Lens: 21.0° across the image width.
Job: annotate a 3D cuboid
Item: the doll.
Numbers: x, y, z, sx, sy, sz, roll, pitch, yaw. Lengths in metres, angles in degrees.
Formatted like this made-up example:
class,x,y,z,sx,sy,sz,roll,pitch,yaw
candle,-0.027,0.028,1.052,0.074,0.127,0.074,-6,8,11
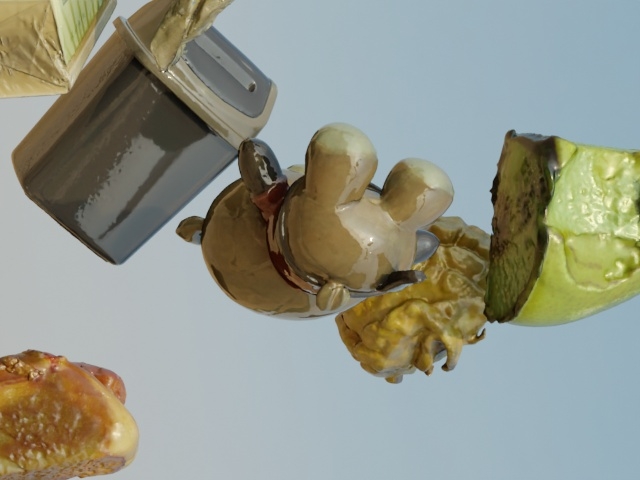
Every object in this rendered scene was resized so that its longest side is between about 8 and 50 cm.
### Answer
class,x,y,z,sx,sy,sz,roll,pitch,yaw
doll,0.000,0.000,1.752,0.330,0.235,0.174,-20,-125,66

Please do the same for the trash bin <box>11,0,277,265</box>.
class,x,y,z,sx,sy,sz,roll,pitch,yaw
trash bin,-0.209,-0.133,2.049,0.209,0.290,0.182,41,6,-30

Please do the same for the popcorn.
class,x,y,z,sx,sy,sz,roll,pitch,yaw
popcorn,0.133,0.077,2.263,0.190,0.250,0.250,49,-20,5

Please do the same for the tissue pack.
class,x,y,z,sx,sy,sz,roll,pitch,yaw
tissue pack,-0.317,-0.249,1.820,0.234,0.159,0.125,-76,162,-59

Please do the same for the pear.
class,x,y,z,sx,sy,sz,roll,pitch,yaw
pear,0.340,-0.002,2.099,0.164,0.256,0.238,-176,-87,-69

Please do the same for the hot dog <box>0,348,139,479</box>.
class,x,y,z,sx,sy,sz,roll,pitch,yaw
hot dog,-0.353,0.216,2.102,0.150,0.257,0.153,93,-14,-68

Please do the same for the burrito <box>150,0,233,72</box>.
class,x,y,z,sx,sy,sz,roll,pitch,yaw
burrito,-0.091,-0.261,1.708,0.229,0.063,0.058,-51,-136,20
